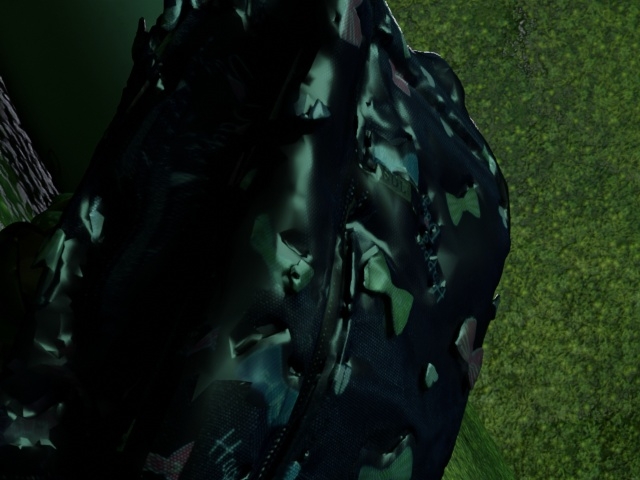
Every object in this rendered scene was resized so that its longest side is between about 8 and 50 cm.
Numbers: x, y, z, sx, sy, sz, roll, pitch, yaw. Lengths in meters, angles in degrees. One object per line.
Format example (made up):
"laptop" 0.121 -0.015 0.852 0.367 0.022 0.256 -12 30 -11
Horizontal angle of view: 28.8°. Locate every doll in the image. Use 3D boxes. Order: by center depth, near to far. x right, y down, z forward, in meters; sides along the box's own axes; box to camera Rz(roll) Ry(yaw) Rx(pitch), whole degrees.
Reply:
"doll" -0.105 0.025 0.456 0.113 0.077 0.078 -27 117 -55

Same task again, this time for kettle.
"kettle" -0.099 -0.101 0.690 0.236 0.161 0.221 64 -23 22

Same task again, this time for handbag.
"handbag" -0.021 0.026 0.411 0.162 0.113 0.260 48 54 -49
